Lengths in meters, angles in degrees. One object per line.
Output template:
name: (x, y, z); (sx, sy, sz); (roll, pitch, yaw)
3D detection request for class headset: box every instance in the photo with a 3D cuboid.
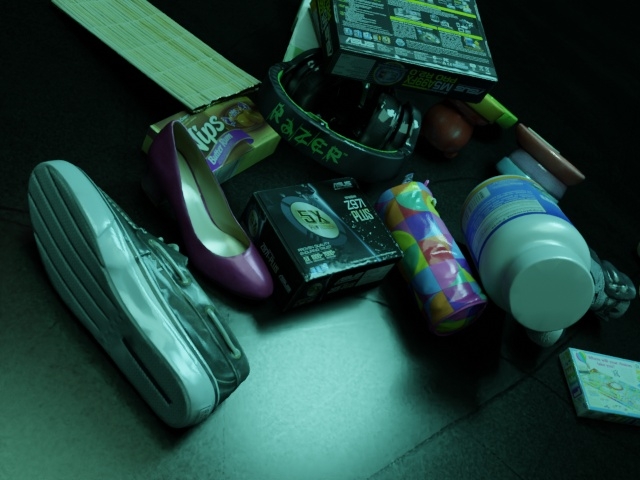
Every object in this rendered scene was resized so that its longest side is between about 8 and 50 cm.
headset: (0.061, -0.222, 1.136); (0.243, 0.185, 0.394); (36, 26, 6)

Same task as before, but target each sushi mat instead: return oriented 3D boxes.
sushi mat: (-0.249, -0.301, 1.105); (0.316, 0.019, 0.151); (38, 44, 17)

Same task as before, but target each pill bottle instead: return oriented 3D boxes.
pill bottle: (0.297, 0.016, 1.051); (0.152, 0.152, 0.272); (25, 22, -11)

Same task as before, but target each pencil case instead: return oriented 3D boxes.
pencil case: (0.160, 0.019, 1.062); (0.104, 0.104, 0.236); (-3, 59, -33)

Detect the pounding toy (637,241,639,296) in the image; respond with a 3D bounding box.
pounding toy: (0.687, 0.089, 1.318); (0.183, 0.110, 0.237); (22, 46, -14)

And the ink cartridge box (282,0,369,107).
ink cartridge box: (0.027, -0.365, 1.345); (0.171, 0.056, 0.235); (23, 69, -13)

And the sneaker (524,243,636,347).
sneaker: (0.419, 0.092, 1.156); (0.153, 0.101, 0.269); (32, 41, 0)

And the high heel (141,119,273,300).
high heel: (-0.132, -0.037, 0.920); (0.082, 0.117, 0.244); (-26, 70, -43)

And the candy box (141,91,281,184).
candy box: (-0.151, -0.145, 1.047); (0.109, 0.053, 0.186); (43, 42, 9)

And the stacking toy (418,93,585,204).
stacking toy: (0.329, -0.176, 1.365); (0.309, 0.130, 0.279); (40, 18, 1)

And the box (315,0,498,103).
box: (0.130, -0.334, 1.137); (0.270, 0.060, 0.216); (6, 57, -21)

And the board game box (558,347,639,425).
board game box: (0.448, 0.227, 1.115); (0.154, 0.026, 0.103); (14, 48, -21)

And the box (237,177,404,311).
box: (0.000, 0.000, 0.998); (0.180, 0.077, 0.147); (-12, 60, -38)

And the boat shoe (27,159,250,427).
boat shoe: (-0.206, 0.051, 0.820); (0.119, 0.121, 0.335); (-26, 81, -51)

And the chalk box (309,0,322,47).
chalk box: (0.110, -0.403, 1.286); (0.213, 0.132, 0.132); (-8, 77, -23)
